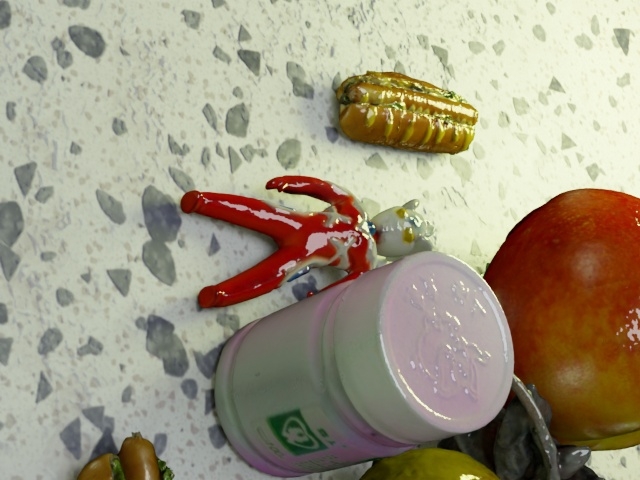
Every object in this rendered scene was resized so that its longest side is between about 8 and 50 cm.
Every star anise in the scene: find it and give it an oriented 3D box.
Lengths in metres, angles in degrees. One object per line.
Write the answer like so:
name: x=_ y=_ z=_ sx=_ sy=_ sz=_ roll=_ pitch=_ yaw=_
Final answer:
star anise: x=0.248 y=0.296 z=1.574 sx=0.359 sy=0.316 sz=0.139 roll=39 pitch=54 yaw=10

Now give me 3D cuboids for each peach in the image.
peach: x=0.396 y=0.107 z=1.709 sx=0.388 sy=0.388 sz=0.388 roll=15 pitch=65 yaw=-35

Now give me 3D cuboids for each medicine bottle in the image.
medicine bottle: x=0.043 y=0.154 z=1.413 sx=0.212 sy=0.325 sz=0.212 roll=17 pitch=62 yaw=-34

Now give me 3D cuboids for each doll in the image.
doll: x=0.000 y=0.000 z=1.598 sx=0.384 sy=0.099 sz=0.188 roll=-6 pitch=78 yaw=-37

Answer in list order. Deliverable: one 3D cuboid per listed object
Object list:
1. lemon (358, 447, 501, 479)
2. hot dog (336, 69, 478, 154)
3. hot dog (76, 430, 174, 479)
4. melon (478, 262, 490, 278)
lemon: x=0.140 y=0.388 z=1.460 sx=0.267 sy=0.267 sz=0.267 roll=15 pitch=65 yaw=-35
hot dog: x=0.134 y=-0.192 z=1.792 sx=0.269 sy=0.072 sz=0.115 roll=1 pitch=65 yaw=-39
hot dog: x=-0.186 y=0.375 z=1.293 sx=0.135 sy=0.100 sz=0.337 roll=-2 pitch=76 yaw=-39
melon: x=0.174 y=0.078 z=1.752 sx=0.261 sy=0.053 sz=0.114 roll=-16 pitch=66 yaw=-46
